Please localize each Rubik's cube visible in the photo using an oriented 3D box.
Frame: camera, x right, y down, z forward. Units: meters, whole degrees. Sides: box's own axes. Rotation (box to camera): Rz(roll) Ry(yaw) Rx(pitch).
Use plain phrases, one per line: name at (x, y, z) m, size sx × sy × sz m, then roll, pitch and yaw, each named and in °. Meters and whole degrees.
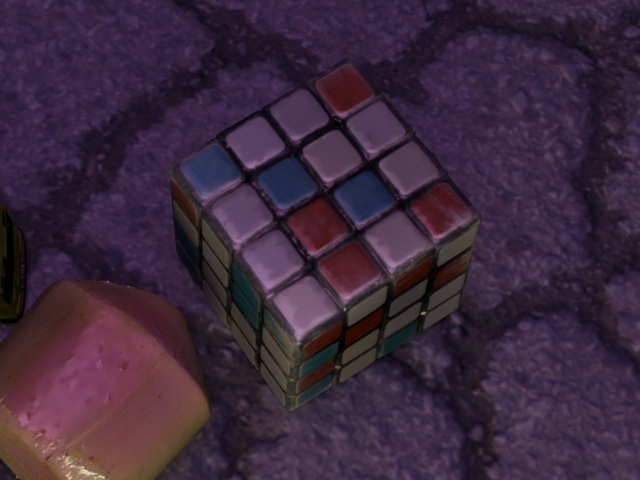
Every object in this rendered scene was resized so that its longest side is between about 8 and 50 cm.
Rubik's cube at (0.000, -0.001, 1.721) m, size 0.253 × 0.256 × 0.259 m, roll -30°, pitch 70°, yaw -15°

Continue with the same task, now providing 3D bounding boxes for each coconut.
coconut at (-0.242, 0.160, 1.665) m, size 0.233 × 0.233 × 0.245 m, roll 35°, pitch 63°, yaw 12°

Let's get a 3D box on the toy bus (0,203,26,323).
toy bus at (-0.477, 0.027, 1.747) m, size 0.262 × 0.150 × 0.128 m, roll -2°, pitch 68°, yaw -4°
